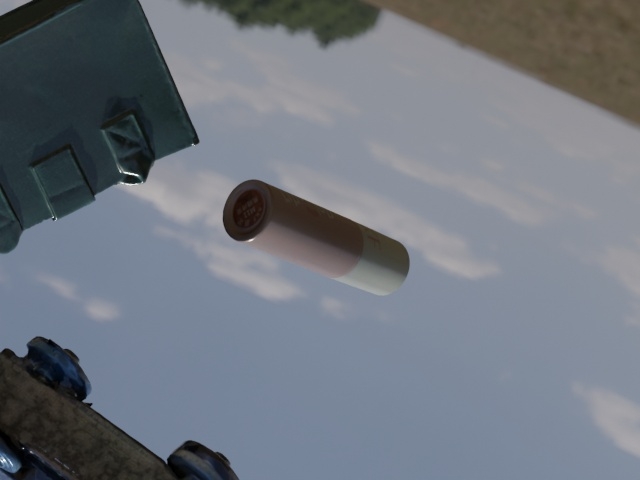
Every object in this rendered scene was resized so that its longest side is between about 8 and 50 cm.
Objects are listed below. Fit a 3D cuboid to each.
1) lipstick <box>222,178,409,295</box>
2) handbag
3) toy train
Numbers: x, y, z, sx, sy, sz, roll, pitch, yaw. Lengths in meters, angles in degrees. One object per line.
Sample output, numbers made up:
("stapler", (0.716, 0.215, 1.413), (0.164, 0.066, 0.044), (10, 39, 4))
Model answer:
("lipstick", (0.000, 0.000, 1.796), (0.070, 0.070, 0.254), (30, -175, 41))
("handbag", (-0.313, -0.128, 1.758), (0.089, 0.326, 0.238), (43, 159, 53))
("toy train", (-0.187, 0.212, 1.392), (0.300, 0.131, 0.202), (35, 151, 16))
